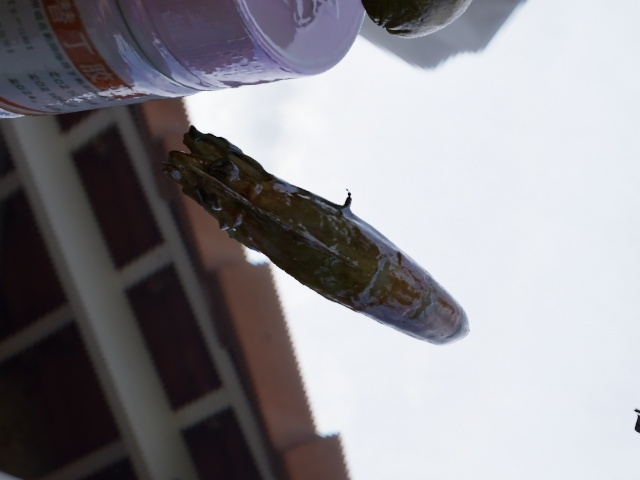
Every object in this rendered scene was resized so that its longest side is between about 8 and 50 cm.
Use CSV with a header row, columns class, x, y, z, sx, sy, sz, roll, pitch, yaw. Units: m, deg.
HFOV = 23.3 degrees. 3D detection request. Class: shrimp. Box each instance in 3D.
class,x,y,z,sx,sy,sz,roll,pitch,yaw
shrimp,0.000,0.000,1.039,0.068,0.249,0.150,-57,-150,-6

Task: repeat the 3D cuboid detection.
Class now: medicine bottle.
class,x,y,z,sx,sy,sz,roll,pitch,yaw
medicine bottle,-0.146,-0.204,1.176,0.316,0.202,0.202,-5,-118,33

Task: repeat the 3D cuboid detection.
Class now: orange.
class,x,y,z,sx,sy,sz,roll,pitch,yaw
orange,0.068,-0.188,1.090,0.095,0.085,0.085,-54,-147,-15

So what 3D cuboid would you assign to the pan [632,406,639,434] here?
class,x,y,z,sx,sy,sz,roll,pitch,yaw
pan,0.381,0.197,1.356,0.235,0.136,0.028,18,-93,30
